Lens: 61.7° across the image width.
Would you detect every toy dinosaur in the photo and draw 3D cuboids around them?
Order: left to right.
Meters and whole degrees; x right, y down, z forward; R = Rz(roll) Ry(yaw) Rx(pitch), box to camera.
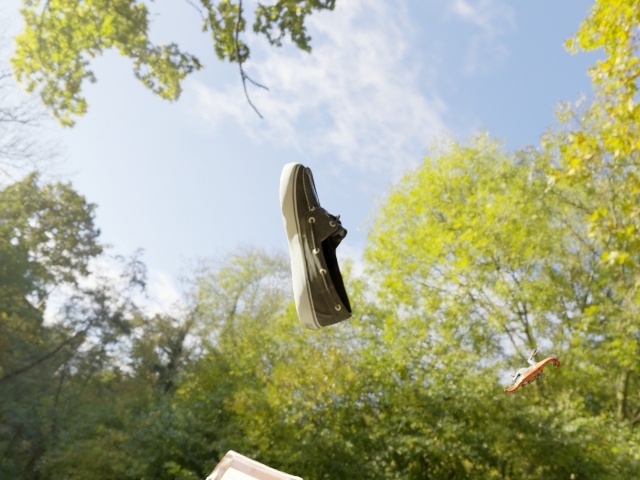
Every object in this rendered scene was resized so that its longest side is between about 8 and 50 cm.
[{"bbox_3d":[0.375,0.232,0.931,0.047,0.090,0.082,44,-45,5],"label":"toy dinosaur"}]

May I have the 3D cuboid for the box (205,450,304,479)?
[{"bbox_3d":[0.016,0.438,0.663,0.381,0.143,0.191,49,-32,-18],"label":"box"}]

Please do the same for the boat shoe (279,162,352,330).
[{"bbox_3d":[0.000,0.000,0.704,0.076,0.228,0.080,-12,-19,17],"label":"boat shoe"}]
